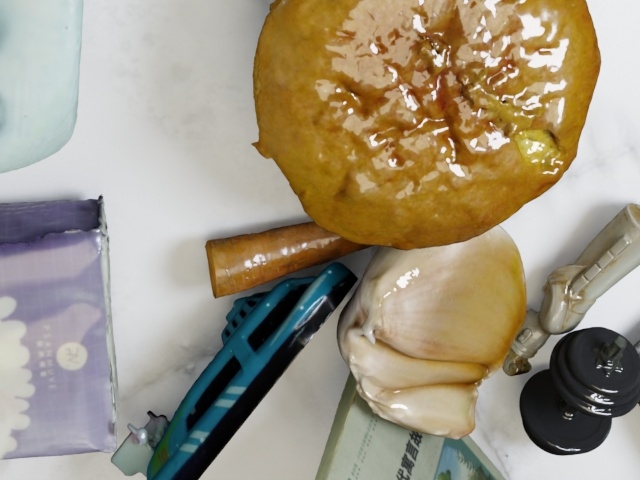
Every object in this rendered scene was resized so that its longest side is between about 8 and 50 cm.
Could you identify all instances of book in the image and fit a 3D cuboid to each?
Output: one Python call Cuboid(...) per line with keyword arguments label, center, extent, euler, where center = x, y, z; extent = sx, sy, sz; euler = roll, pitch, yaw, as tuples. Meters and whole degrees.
Cuboid(label="book", center=(0.104, 0.256, 1.648), extent=(0.025, 0.215, 0.283), euler=(-20, 125, 35))

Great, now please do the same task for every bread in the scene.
Cuboid(label="bread", center=(0.092, -0.144, 1.453), extent=(0.312, 0.172, 0.312), euler=(-2, 115, -5))

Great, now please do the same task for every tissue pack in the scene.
Cuboid(label="tissue pack", center=(-0.363, 0.087, 1.532), extent=(0.343, 0.125, 0.242), euler=(-3, 117, -6))

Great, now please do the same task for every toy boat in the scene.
Cuboid(label="toy boat", center=(-0.086, 0.124, 1.602), extent=(0.092, 0.134, 0.299), euler=(39, 106, 5))

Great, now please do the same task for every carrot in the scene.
Cuboid(label="carrot", center=(0.000, 0.000, 1.582), extent=(0.224, 0.057, 0.057), euler=(-15, 118, -7))

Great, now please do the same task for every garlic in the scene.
Cuboid(label="garlic", center=(0.097, 0.068, 1.581), extent=(0.228, 0.110, 0.217), euler=(28, 91, -49))

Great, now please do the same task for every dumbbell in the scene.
Cuboid(label="dumbbell", center=(0.259, 0.152, 1.648), extent=(0.099, 0.099, 0.208), euler=(8, 145, -12))

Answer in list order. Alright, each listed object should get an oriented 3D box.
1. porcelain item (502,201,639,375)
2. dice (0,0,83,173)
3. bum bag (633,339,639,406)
Cuboid(label="porcelain item", center=(0.252, 0.051, 1.635), extent=(0.213, 0.054, 0.084), euler=(-47, 156, 25))
Cuboid(label="dice", center=(-0.318, -0.213, 1.310), extent=(0.264, 0.262, 0.268), euler=(4, 117, -9))
Cuboid(label="bum bag", center=(0.404, 0.193, 1.721), extent=(0.142, 0.080, 0.326), euler=(-28, 110, -4))
